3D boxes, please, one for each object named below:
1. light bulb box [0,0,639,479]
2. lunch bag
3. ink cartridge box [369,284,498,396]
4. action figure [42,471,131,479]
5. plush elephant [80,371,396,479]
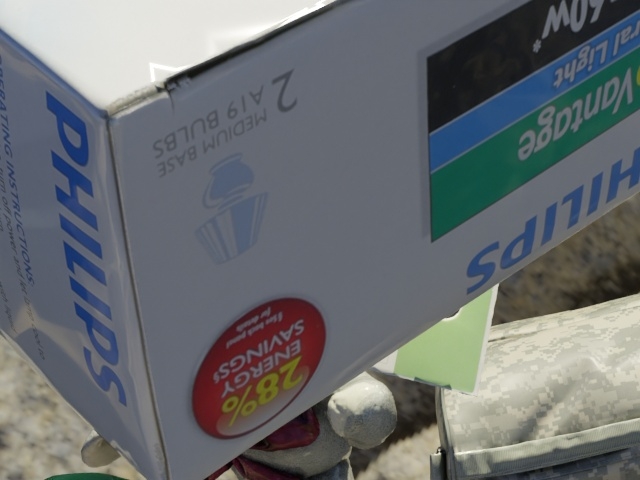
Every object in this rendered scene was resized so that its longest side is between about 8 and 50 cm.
[{"bbox_3d":[-0.054,-0.128,0.856,0.358,0.225,0.361,-31,49,-28],"label":"light bulb box"},{"bbox_3d":[0.263,0.184,1.709,0.305,0.256,0.212,-12,91,7],"label":"lunch bag"},{"bbox_3d":[0.000,0.000,1.109,0.235,0.056,0.171,15,73,-10],"label":"ink cartridge box"},{"bbox_3d":[-0.109,0.182,0.981,0.232,0.137,0.063,5,46,43],"label":"action figure"},{"bbox_3d":[-0.099,0.172,1.652,0.255,0.272,0.330,-9,45,-17],"label":"plush elephant"}]
